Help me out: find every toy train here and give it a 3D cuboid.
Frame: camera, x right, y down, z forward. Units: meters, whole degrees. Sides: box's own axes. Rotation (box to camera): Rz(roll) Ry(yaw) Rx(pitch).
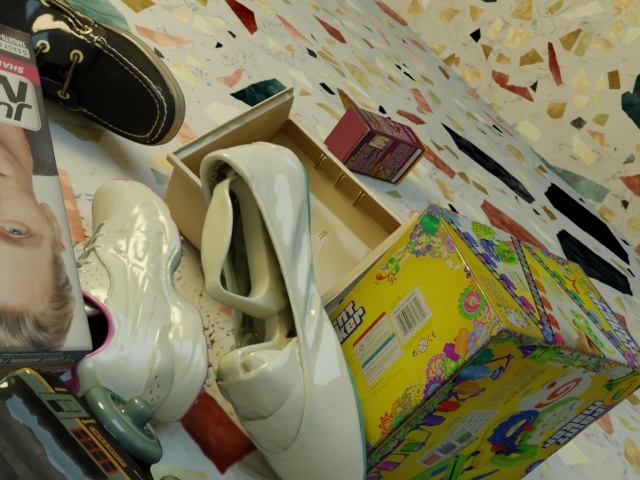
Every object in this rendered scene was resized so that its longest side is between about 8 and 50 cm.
[{"bbox_3d":[-0.125,0.222,0.473,0.334,0.142,0.190,47,-9,9],"label":"toy train"}]

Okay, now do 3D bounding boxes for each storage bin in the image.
[{"bbox_3d":[-0.034,-0.043,0.969,0.262,0.123,0.260,44,50,9],"label":"storage bin"}]

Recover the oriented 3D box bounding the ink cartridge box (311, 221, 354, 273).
[{"bbox_3d":[0.000,0.000,1.098,0.150,0.063,0.109,47,29,10],"label":"ink cartridge box"}]

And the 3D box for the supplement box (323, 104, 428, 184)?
[{"bbox_3d":[0.114,-0.192,1.474,0.188,0.104,0.081,11,39,-43],"label":"supplement box"}]

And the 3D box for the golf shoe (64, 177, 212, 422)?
[{"bbox_3d":[-0.210,0.040,0.735,0.140,0.115,0.306,11,38,-38],"label":"golf shoe"}]

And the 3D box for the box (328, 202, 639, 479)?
[{"bbox_3d":[0.162,0.151,0.834,0.279,0.290,0.177,19,34,-36],"label":"box"}]

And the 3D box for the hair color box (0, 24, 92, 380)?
[{"bbox_3d":[-0.326,-0.044,0.629,0.173,0.105,0.347,8,56,-48],"label":"hair color box"}]

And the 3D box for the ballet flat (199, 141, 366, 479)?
[{"bbox_3d":[-0.059,0.084,0.745,0.139,0.139,0.400,6,68,-47],"label":"ballet flat"}]

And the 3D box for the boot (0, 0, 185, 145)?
[{"bbox_3d":[-0.378,-0.227,0.883,0.377,0.138,0.284,40,26,8],"label":"boot"}]
